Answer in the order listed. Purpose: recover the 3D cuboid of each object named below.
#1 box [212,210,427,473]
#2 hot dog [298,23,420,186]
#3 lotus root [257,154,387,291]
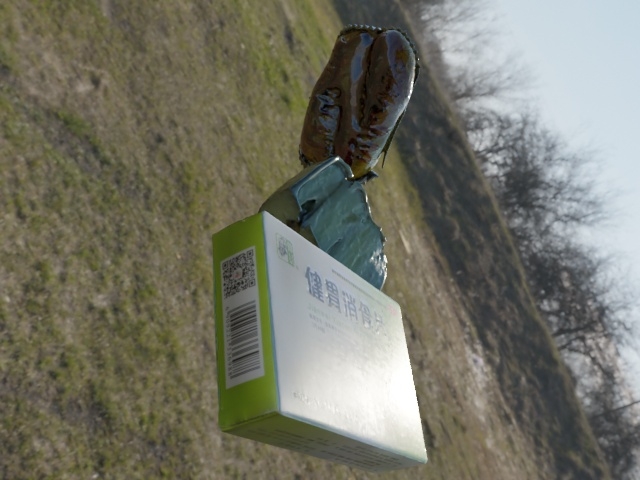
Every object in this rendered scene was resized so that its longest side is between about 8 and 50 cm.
[{"bbox_3d":[0.006,0.106,0.642,0.260,0.062,0.175,35,39,-48],"label":"box"},{"bbox_3d":[0.053,-0.215,1.104,0.162,0.270,0.082,30,20,25],"label":"hot dog"},{"bbox_3d":[0.000,0.000,0.984,0.119,0.138,0.235,-49,127,-41],"label":"lotus root"}]
